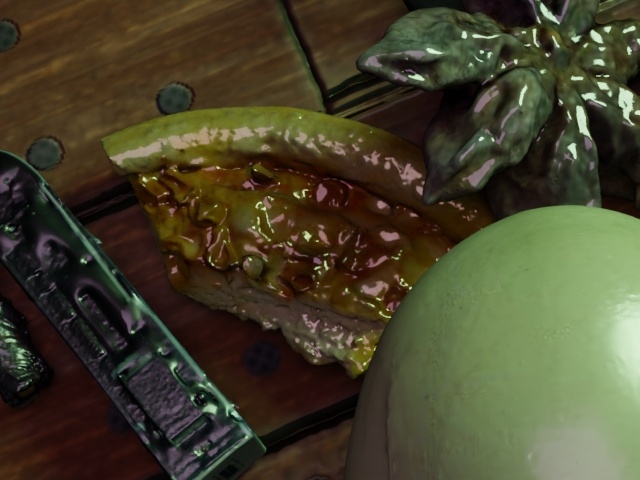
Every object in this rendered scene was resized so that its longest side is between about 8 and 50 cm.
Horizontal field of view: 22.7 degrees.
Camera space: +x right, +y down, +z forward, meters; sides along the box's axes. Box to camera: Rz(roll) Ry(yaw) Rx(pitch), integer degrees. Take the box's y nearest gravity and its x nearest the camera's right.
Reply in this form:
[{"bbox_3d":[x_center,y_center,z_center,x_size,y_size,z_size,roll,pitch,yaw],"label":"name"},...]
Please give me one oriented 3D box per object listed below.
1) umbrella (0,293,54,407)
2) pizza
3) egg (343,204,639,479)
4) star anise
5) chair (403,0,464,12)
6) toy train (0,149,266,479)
[{"bbox_3d":[-0.197,0.028,0.904,0.037,0.040,0.144,-30,76,-10],"label":"umbrella"},{"bbox_3d":[-0.001,-0.006,0.881,0.271,0.056,0.134,27,70,15],"label":"pizza"},{"bbox_3d":[0.118,0.117,0.744,0.219,0.219,0.269,-8,77,5],"label":"egg"},{"bbox_3d":[0.122,-0.079,0.844,0.197,0.073,0.212,45,54,-20],"label":"star anise"},{"bbox_3d":[0.044,-0.232,0.921,0.140,0.221,0.145,-42,31,-5],"label":"chair"},{"bbox_3d":[-0.122,0.041,0.885,0.052,0.051,0.234,-40,70,-6],"label":"toy train"}]
